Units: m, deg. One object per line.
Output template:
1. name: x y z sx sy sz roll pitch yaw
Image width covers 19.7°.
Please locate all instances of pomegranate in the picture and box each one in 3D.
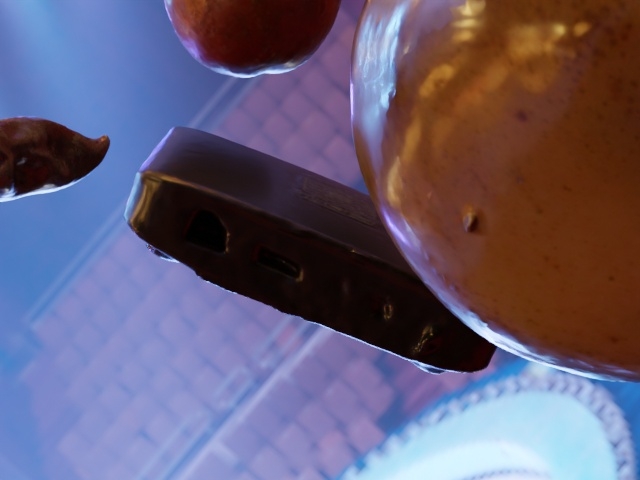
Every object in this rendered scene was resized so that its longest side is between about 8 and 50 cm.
1. pomegranate: 0.220 -0.101 1.126 0.417 0.416 0.416 -49 5 6

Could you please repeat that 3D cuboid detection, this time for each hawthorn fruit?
1. hawthorn fruit: -0.058 -0.229 1.642 0.173 0.173 0.173 -49 5 6

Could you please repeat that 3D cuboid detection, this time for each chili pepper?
1. chili pepper: -0.188 -0.053 1.171 0.153 0.041 0.050 -20 -42 -63

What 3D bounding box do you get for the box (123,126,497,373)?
1. box: 0.000 0.000 1.411 0.289 0.290 0.073 -82 15 -78
